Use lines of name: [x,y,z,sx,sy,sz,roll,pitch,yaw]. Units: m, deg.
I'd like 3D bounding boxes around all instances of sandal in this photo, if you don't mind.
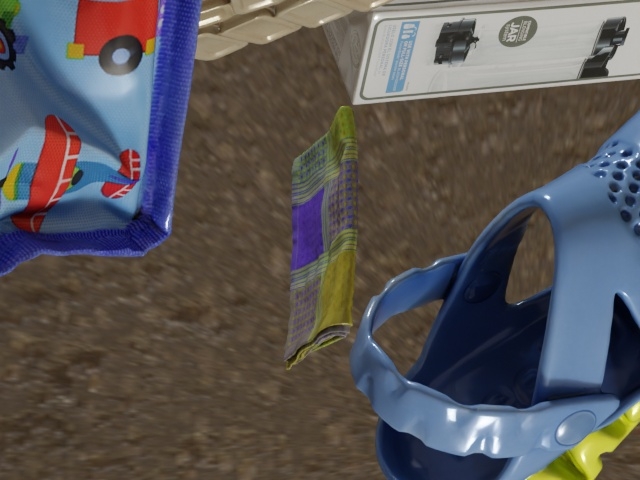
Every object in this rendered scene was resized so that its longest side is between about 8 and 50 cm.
sandal: [0.132,0.012,0.865,0.317,0.138,0.126,-46,51,8]

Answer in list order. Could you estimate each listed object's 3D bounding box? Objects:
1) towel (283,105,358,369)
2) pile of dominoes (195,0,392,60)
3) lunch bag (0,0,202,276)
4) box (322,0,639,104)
towel: [0.000,0.000,0.678,0.009,0.060,0.083,7,74,-16]
pile of dominoes: [-0.046,-0.143,1.030,0.251,0.196,0.040,-17,82,0]
lunch bag: [-0.139,-0.160,0.581,0.221,0.138,0.293,27,114,29]
box: [0.143,-0.192,1.365,0.290,0.087,0.169,-8,50,-16]
